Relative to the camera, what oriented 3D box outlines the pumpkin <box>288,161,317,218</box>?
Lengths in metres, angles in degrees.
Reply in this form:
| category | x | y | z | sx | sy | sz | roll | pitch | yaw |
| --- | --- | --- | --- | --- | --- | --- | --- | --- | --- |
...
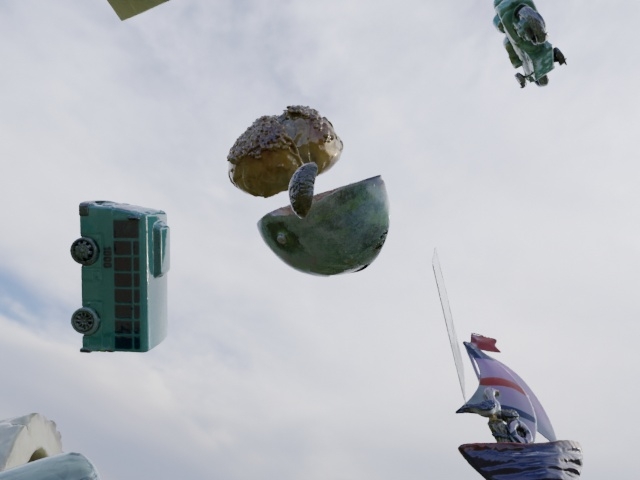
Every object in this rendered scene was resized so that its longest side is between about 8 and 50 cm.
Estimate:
| category | x | y | z | sx | sy | sz | roll | pitch | yaw |
| --- | --- | --- | --- | --- | --- | --- | --- | --- | --- |
| pumpkin | -0.028 | -0.071 | 0.782 | 0.028 | 0.083 | 0.050 | 13 | -26 | -28 |

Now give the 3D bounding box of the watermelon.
| category | x | y | z | sx | sy | sz | roll | pitch | yaw |
| --- | --- | --- | --- | --- | --- | --- | --- | --- | --- |
| watermelon | -0.005 | 0.001 | 1.199 | 0.322 | 0.175 | 0.188 | -27 | -95 | 48 |

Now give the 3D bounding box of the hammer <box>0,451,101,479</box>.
| category | x | y | z | sx | sy | sz | roll | pitch | yaw |
| --- | --- | --- | --- | --- | --- | --- | --- | --- | --- |
| hammer | -0.224 | 0.279 | 0.462 | 0.116 | 0.194 | 0.069 | -7 | -22 | -41 |

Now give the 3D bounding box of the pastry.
| category | x | y | z | sx | sy | sz | roll | pitch | yaw |
| --- | --- | --- | --- | --- | --- | --- | --- | --- | --- |
| pastry | -0.107 | -0.250 | 1.521 | 0.315 | 0.284 | 0.184 | -24 | -64 | -8 |

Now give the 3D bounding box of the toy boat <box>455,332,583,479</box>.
| category | x | y | z | sx | sy | sz | roll | pitch | yaw |
| --- | --- | --- | --- | --- | --- | --- | --- | --- | --- |
| toy boat | 0.338 | 0.301 | 0.977 | 0.219 | 0.318 | 0.072 | 21 | -56 | 3 |

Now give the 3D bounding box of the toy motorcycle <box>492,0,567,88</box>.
| category | x | y | z | sx | sy | sz | roll | pitch | yaw |
| --- | --- | --- | --- | --- | --- | --- | --- | --- | --- |
| toy motorcycle | 0.446 | -0.451 | 1.272 | 0.109 | 0.198 | 0.296 | -32 | -26 | 15 |

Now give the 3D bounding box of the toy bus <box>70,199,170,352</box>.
| category | x | y | z | sx | sy | sz | roll | pitch | yaw |
| --- | --- | --- | --- | --- | --- | --- | --- | --- | --- |
| toy bus | -0.340 | 0.059 | 0.999 | 0.147 | 0.256 | 0.128 | 2 | 5 | 3 |

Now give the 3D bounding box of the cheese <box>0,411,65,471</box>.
| category | x | y | z | sx | sy | sz | roll | pitch | yaw |
| --- | --- | --- | --- | --- | --- | --- | --- | --- | --- |
| cheese | -0.433 | 0.398 | 0.730 | 0.153 | 0.292 | 0.332 | -5 | -52 | -8 |

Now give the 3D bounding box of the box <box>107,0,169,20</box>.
| category | x | y | z | sx | sy | sz | roll | pitch | yaw |
| --- | --- | --- | --- | --- | --- | --- | --- | --- | --- |
| box | -0.297 | -0.526 | 1.033 | 0.256 | 0.069 | 0.164 | -15 | -45 | 17 |

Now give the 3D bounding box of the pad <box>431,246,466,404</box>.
| category | x | y | z | sx | sy | sz | roll | pitch | yaw |
| --- | --- | --- | --- | --- | --- | --- | --- | --- | --- |
| pad | 0.210 | 0.131 | 0.928 | 0.004 | 0.156 | 0.232 | -13 | -85 | 14 |
